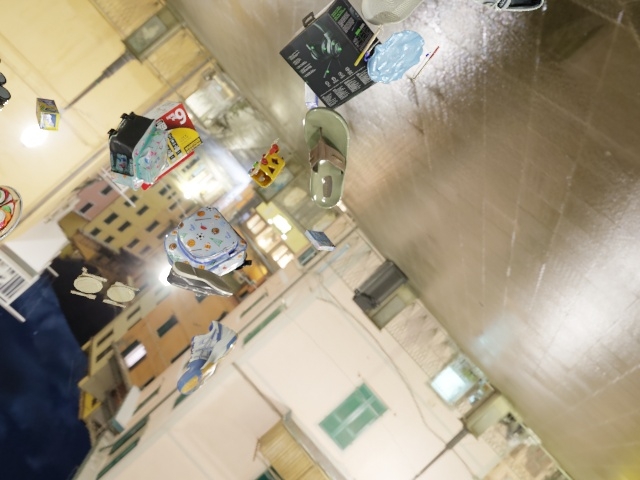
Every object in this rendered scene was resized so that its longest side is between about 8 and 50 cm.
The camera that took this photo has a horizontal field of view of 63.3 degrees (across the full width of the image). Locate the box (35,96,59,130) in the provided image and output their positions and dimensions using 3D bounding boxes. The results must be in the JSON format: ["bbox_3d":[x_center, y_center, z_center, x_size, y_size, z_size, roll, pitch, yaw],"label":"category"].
[{"bbox_3d":[-0.851,-0.394,1.618,0.054,0.059,0.169,0,-153,-33],"label":"box"}]

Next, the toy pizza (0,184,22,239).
[{"bbox_3d":[-0.961,-0.077,1.505,0.201,0.201,0.032,47,171,25],"label":"toy pizza"}]

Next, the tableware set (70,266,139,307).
[{"bbox_3d":[-0.721,0.153,1.743,0.194,0.128,0.039,23,-139,-30],"label":"tableware set"}]

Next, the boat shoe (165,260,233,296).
[{"bbox_3d":[-0.348,0.124,1.497,0.206,0.065,0.075,29,-160,-37],"label":"boat shoe"}]

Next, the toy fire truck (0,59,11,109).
[{"bbox_3d":[-1.095,-0.481,1.536,0.246,0.159,0.217,10,-126,-63],"label":"toy fire truck"}]

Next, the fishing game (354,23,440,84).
[{"bbox_3d":[0.220,-0.543,1.535,0.264,0.189,0.041,-3,-125,-37],"label":"fishing game"}]

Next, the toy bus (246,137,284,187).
[{"bbox_3d":[-0.200,-0.310,2.138,0.104,0.202,0.191,41,-174,-15],"label":"toy bus"}]

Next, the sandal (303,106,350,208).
[{"bbox_3d":[0.021,-0.210,1.386,0.086,0.120,0.302,-85,-9,-56],"label":"sandal"}]

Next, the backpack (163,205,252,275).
[{"bbox_3d":[-0.426,0.026,1.891,0.276,0.263,0.213,46,161,21],"label":"backpack"}]

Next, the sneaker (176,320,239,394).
[{"bbox_3d":[-0.415,0.402,1.805,0.131,0.296,0.111,34,131,7],"label":"sneaker"}]

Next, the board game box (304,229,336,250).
[{"bbox_3d":[0.000,0.000,1.885,0.090,0.020,0.090,3,-142,-47],"label":"board game box"}]

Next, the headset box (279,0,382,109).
[{"bbox_3d":[0.044,-0.599,1.668,0.283,0.131,0.246,44,142,-21],"label":"headset box"}]

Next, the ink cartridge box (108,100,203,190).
[{"bbox_3d":[-0.666,-0.388,2.183,0.130,0.309,0.271,21,146,42],"label":"ink cartridge box"}]

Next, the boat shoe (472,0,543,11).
[{"bbox_3d":[0.408,-0.560,1.171,0.079,0.228,0.081,117,142,-56],"label":"boat shoe"}]

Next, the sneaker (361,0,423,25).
[{"bbox_3d":[0.226,-0.768,1.664,0.148,0.350,0.131,6,126,51],"label":"sneaker"}]

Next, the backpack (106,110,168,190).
[{"bbox_3d":[-0.669,-0.312,1.904,0.191,0.225,0.253,23,141,-9],"label":"backpack"}]

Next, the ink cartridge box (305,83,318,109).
[{"bbox_3d":[-0.038,-0.686,2.269,0.097,0.046,0.207,35,-126,-78],"label":"ink cartridge box"}]
